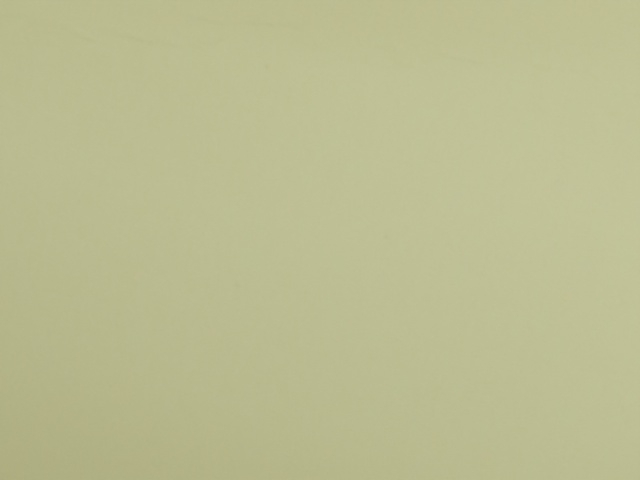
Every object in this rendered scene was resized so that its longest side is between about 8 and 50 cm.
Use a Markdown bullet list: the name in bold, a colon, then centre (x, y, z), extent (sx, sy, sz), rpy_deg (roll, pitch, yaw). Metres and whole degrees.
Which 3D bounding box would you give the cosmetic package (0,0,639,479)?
- **cosmetic package**: centre (0.000, 0.000, 0.407), extent (0.385, 0.217, 0.156), rpy_deg (7, 24, 12)
